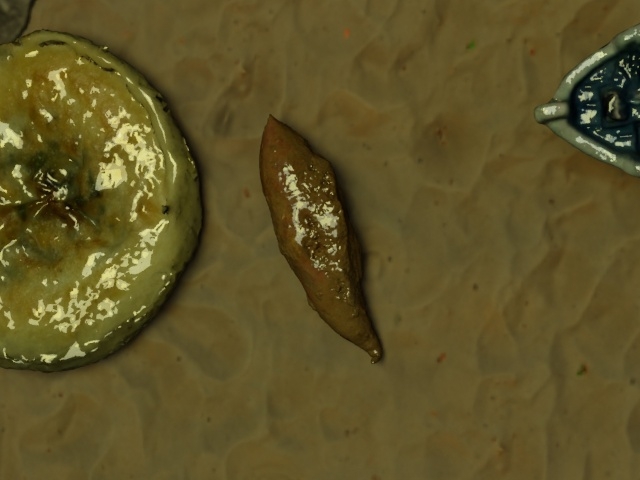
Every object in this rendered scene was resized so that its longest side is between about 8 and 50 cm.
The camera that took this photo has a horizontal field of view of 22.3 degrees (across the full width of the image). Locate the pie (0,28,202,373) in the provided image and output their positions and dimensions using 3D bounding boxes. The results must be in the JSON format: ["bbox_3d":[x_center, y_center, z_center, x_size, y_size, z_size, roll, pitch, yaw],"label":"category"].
[{"bbox_3d":[-0.224,-0.031,1.291,0.274,0.055,0.274,1,92,15],"label":"pie"}]

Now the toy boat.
[{"bbox_3d":[0.300,-0.106,1.099,0.309,0.142,0.129,-7,92,15],"label":"toy boat"}]

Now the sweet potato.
[{"bbox_3d":[0.000,0.000,1.230,0.068,0.060,0.205,-15,99,47],"label":"sweet potato"}]
